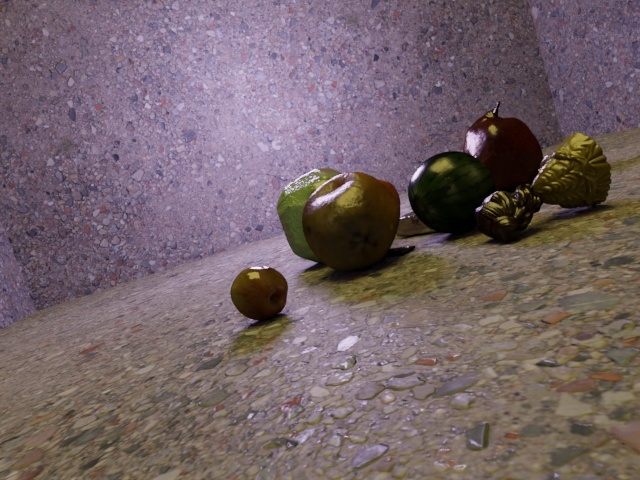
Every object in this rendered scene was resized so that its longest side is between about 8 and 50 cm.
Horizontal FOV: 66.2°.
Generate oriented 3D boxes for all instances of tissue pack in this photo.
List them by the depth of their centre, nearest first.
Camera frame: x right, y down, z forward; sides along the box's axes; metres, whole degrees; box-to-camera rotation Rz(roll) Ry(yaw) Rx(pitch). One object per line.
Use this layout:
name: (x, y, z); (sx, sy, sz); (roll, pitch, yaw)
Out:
tissue pack: (0.381, -0.082, 1.653); (0.174, 0.073, 0.236); (-11, 9, 44)

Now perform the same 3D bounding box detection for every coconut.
coconut: (0.031, -0.086, 1.625); (0.329, 0.328, 0.281); (-17, -29, 3)

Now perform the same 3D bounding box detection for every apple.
apple: (-0.136, 0.120, 1.102); (0.126, 0.125, 0.102); (-22, 32, -35)

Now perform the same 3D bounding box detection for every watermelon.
watermelon: (0.376, -0.138, 1.410); (0.243, 0.242, 0.242); (-17, 6, 2)

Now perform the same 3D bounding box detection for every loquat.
loquat: (0.091, -0.045, 1.351); (0.276, 0.275, 0.283); (-17, 25, 2)

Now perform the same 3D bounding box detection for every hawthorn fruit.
hawthorn fruit: (0.714, -0.341, 1.971); (0.308, 0.324, 0.308); (-43, 0, 0)

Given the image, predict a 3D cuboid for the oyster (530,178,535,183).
oyster: (0.861, -0.243, 1.995); (0.054, 0.019, 0.083); (-20, 7, -22)

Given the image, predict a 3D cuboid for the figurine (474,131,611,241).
figurine: (0.514, -0.107, 1.189); (0.316, 0.168, 0.187); (-27, -35, -8)

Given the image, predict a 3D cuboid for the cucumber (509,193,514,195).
cucumber: (0.660, -0.142, 1.598); (0.033, 0.036, 0.184); (-12, 2, -28)

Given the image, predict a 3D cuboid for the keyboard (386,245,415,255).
keyboard: (0.181, 0.037, 1.436); (0.061, 0.013, 0.205); (-23, 9, -39)

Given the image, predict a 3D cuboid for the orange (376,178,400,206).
orange: (0.170, -0.127, 1.905); (0.284, 0.225, 0.284); (-7, 3, 0)
